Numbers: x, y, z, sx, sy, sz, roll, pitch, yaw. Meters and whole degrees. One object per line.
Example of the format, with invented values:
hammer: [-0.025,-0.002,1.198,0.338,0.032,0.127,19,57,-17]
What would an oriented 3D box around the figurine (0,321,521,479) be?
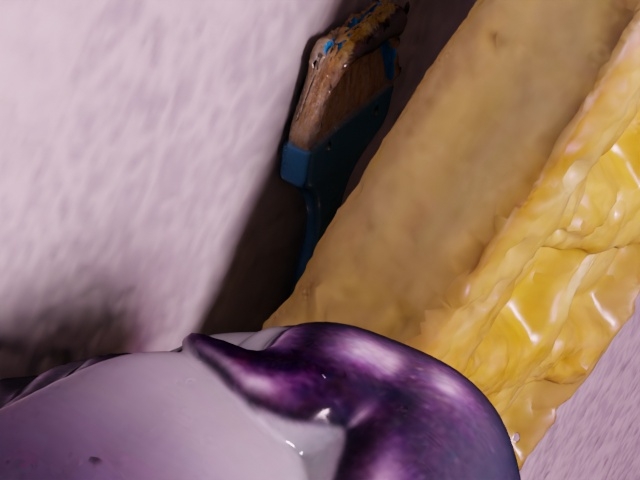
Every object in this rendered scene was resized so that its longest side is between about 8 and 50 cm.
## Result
figurine: [-0.049,0.091,0.417,0.222,0.145,0.145,-44,152,-39]

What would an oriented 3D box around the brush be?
brush: [0.000,0.000,0.591,0.051,0.014,0.164,-40,150,-45]

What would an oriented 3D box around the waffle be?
waffle: [0.045,0.023,0.589,0.274,0.057,0.168,-57,158,18]
